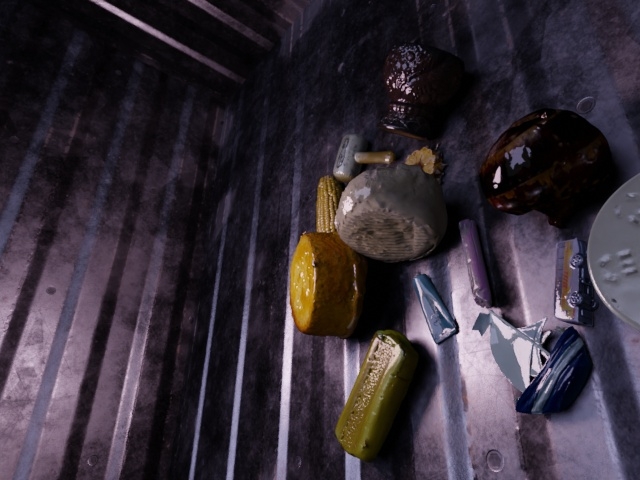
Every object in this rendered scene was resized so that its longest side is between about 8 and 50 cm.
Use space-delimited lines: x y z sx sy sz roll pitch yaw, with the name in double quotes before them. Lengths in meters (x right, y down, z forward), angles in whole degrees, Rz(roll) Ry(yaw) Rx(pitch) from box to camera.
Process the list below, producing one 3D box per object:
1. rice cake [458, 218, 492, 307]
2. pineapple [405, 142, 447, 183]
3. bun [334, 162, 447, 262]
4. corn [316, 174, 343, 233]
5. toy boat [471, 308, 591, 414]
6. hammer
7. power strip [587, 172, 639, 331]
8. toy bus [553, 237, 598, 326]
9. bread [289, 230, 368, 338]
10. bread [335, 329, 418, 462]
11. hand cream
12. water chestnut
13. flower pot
"rice cake" 0.422 0.057 1.235 0.049 0.055 0.270 -30 48 39
"pineapple" 0.335 -0.231 1.527 0.221 0.047 0.221 -34 46 43
"bun" 0.214 -0.093 1.370 0.359 0.359 0.211 -29 44 46
"corn" 0.043 -0.119 1.820 0.130 0.130 0.347 -37 45 40
"toy boat" 0.481 0.244 1.036 0.210 0.070 0.292 -47 36 28
"hammer" 0.181 -0.324 1.760 0.305 0.113 0.202 10 84 52
"power strip" 0.666 0.038 0.788 0.357 0.161 0.358 -31 49 44
"toy bus" 0.562 0.092 1.003 0.075 0.064 0.191 -15 61 58
"bread" 0.024 0.157 1.560 0.398 0.215 0.399 -177 90 -72
"bread" 0.173 0.453 1.329 0.166 0.112 0.384 26 95 54
"hand cream" 0.324 0.187 1.325 0.083 0.048 0.224 -44 45 30
"water chestnut" 0.521 -0.156 1.054 0.300 0.299 0.300 -32 48 44
"flower pot" 0.316 -0.486 1.518 0.266 0.266 0.267 34 110 57
